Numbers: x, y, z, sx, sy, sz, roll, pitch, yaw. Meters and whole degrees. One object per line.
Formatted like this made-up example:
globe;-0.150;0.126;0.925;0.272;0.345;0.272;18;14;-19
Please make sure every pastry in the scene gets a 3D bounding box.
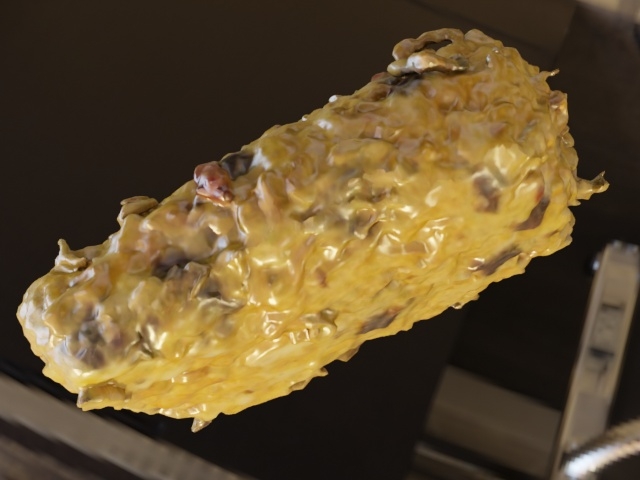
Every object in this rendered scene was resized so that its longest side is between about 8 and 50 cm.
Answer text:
pastry;0.000;0.000;0.400;0.140;0.056;0.080;-34;155;1
